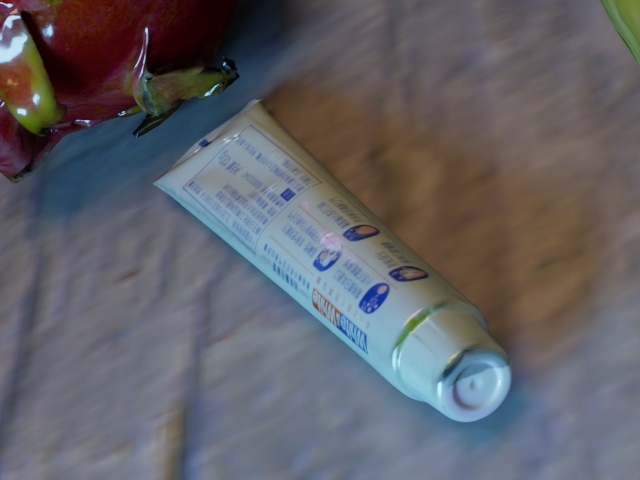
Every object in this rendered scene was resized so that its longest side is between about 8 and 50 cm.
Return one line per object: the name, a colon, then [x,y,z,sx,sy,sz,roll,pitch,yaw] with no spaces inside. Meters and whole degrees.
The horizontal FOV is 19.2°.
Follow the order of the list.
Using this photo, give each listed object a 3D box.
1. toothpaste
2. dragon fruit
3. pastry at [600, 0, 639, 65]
toothpaste: [0.000,0.000,0.616,0.052,0.033,0.218,-40,33,-5]
dragon fruit: [-0.095,-0.105,0.729,0.166,0.133,0.136,-56,29,-7]
pastry: [0.228,-0.166,0.419,0.409,0.245,0.410,-22,37,18]
